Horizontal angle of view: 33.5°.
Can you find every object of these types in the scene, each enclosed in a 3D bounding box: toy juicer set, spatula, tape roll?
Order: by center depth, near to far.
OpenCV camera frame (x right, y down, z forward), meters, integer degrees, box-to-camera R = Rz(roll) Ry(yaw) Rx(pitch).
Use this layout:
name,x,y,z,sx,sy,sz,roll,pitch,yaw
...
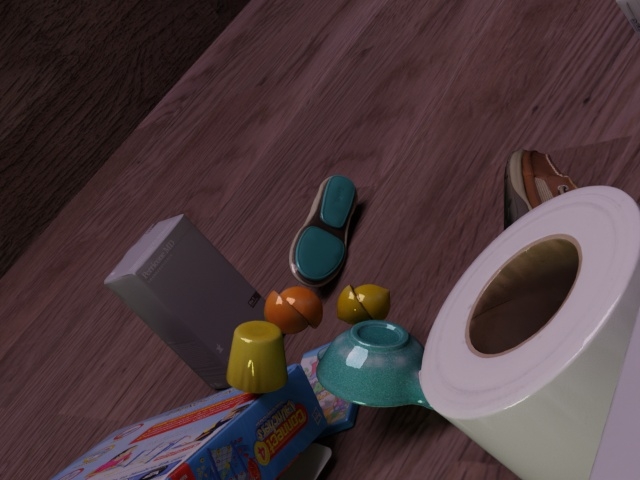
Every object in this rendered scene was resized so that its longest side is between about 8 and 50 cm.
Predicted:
name,x,y,z,sx,sy,sz,roll,pitch,yaw
tape roll,0.229,0.097,0.918,0.246,0.169,0.246,-43,20,19
toy juicer set,0.072,0.128,1.213,0.329,0.089,0.209,7,23,10
spatula,-0.097,0.328,1.235,0.168,0.019,0.242,5,50,49

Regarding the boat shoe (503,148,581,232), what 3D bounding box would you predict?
name,x,y,z,sx,sy,sz,roll,pitch,yaw
boat shoe,0.265,-0.002,1.182,0.120,0.123,0.324,-1,31,8

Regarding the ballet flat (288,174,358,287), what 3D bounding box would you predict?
name,x,y,z,sx,sy,sz,roll,pitch,yaw
ballet flat,0.000,0.000,1.631,0.086,0.086,0.248,-23,27,36

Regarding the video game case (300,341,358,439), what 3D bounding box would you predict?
name,x,y,z,sx,sy,sz,roll,pitch,yaw
video game case,0.008,0.187,1.347,0.119,0.015,0.166,-27,27,32

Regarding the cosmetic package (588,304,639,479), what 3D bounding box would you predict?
name,x,y,z,sx,sy,sz,roll,pitch,yaw
cosmetic package,0.324,0.123,0.697,0.161,0.230,0.453,-17,34,44

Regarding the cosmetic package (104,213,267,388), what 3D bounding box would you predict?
name,x,y,z,sx,sy,sz,roll,pitch,yaw
cosmetic package,-0.175,0.090,1.517,0.107,0.238,0.127,-11,38,50

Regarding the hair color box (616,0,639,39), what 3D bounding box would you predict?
name,x,y,z,sx,sy,sz,roll,pitch,yaw
hair color box,0.482,-0.307,1.388,0.053,0.093,0.167,-50,25,-22

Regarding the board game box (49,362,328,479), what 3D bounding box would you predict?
name,x,y,z,sx,sy,sz,roll,pitch,yaw
board game box,-0.188,0.273,1.192,0.308,0.086,0.302,-24,4,29
